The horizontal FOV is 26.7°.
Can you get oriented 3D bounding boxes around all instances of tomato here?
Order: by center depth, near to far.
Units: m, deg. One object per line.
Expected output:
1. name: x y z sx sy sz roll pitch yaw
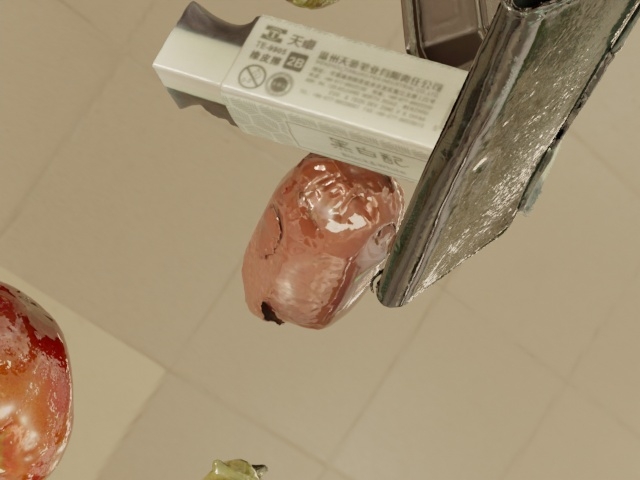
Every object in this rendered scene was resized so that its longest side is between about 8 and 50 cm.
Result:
1. tomato: -0.316 0.112 1.261 0.139 0.200 0.233 -47 134 4

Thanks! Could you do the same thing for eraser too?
1. eraser: 0.032 -0.133 1.330 0.098 0.404 0.096 -63 155 -18

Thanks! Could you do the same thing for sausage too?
1. sausage: 0.000 0.000 1.524 0.152 0.152 0.279 -12 151 -27

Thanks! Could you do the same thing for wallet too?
1. wallet: 0.143 -0.085 1.021 0.172 0.045 0.318 -29 155 -34

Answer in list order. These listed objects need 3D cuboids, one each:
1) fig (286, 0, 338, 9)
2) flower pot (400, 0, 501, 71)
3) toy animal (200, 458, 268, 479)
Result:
1. fig: -0.002 -0.447 2.156 0.166 0.144 0.154 -43 161 10
2. flower pot: 0.163 -0.263 1.462 0.179 0.084 0.250 25 56 -52
3. toy animal: -0.081 0.197 0.672 0.219 0.101 0.103 -43 143 -21
